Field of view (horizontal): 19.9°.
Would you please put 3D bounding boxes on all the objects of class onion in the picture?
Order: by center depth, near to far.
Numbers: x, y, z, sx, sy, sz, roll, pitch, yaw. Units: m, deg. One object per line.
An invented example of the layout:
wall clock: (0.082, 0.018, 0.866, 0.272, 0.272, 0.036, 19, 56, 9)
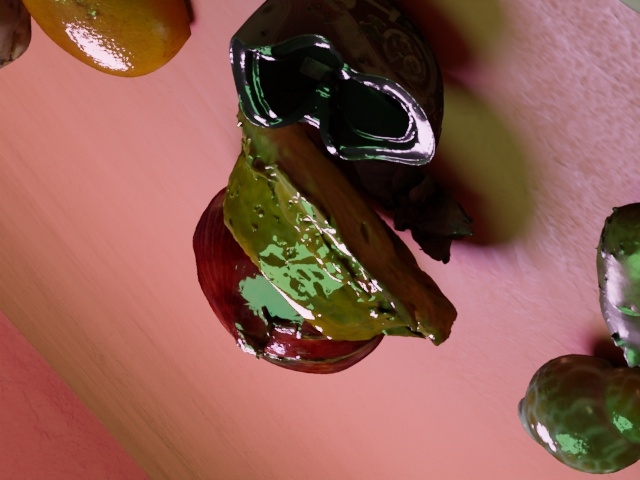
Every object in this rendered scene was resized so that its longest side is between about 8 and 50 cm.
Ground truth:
onion: (-0.039, 0.042, 1.894, 0.248, 0.161, 0.248, 54, 160, 30)

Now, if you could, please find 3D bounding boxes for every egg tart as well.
egg tart: (0.000, 0.000, 1.630, 0.295, 0.116, 0.295, 51, -178, -2)

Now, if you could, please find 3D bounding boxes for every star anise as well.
star anise: (0.075, -0.036, 1.599, 0.129, 0.056, 0.124, 41, 164, 4)

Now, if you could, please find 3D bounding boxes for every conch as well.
conch: (0.240, 0.150, 1.622, 0.116, 0.106, 0.173, 22, -176, -8)

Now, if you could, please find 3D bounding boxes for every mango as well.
mango: (-0.209, -0.231, 1.668, 0.141, 0.102, 0.217, 19, 154, 38)

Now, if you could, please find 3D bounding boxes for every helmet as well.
helmet: (0.022, -0.139, 1.398, 0.177, 0.107, 0.153, 20, 157, 5)

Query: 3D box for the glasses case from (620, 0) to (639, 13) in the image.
glasses case: (0.220, -0.159, 1.003, 0.081, 0.051, 0.204, 51, 160, -24)

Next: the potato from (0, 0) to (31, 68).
potato: (-0.394, -0.266, 1.922, 0.200, 0.137, 0.154, 39, 163, 4)

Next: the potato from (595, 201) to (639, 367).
potato: (0.252, 0.042, 1.367, 0.105, 0.085, 0.188, 27, 153, 33)
